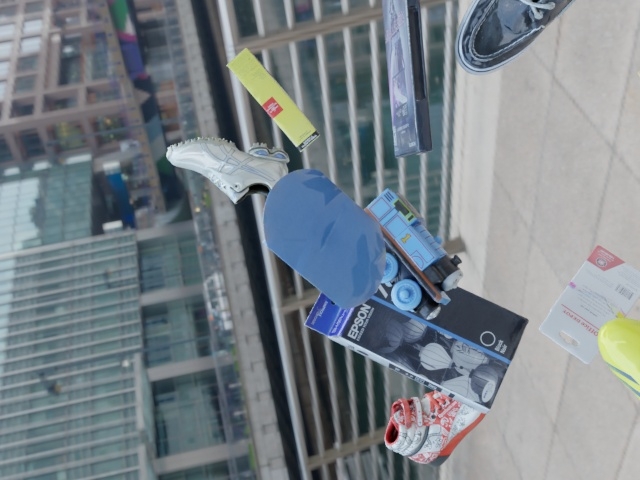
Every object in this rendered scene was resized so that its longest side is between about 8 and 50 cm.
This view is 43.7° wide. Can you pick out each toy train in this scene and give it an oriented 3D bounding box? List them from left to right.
[{"bbox_3d":[0.118,0.019,1.105,0.184,0.105,0.080,51,-168,20],"label":"toy train"}]

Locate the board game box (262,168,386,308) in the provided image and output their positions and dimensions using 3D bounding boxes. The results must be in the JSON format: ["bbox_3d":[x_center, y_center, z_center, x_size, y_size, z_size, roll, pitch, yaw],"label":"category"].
[{"bbox_3d":[0.000,0.000,0.913,0.033,0.168,0.133,-31,24,48],"label":"board game box"}]

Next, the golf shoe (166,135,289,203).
[{"bbox_3d":[-0.133,-0.097,1.140,0.069,0.176,0.086,120,154,-73],"label":"golf shoe"}]

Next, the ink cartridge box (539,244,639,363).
[{"bbox_3d":[0.502,0.124,1.481,0.115,0.198,0.067,37,173,17],"label":"ink cartridge box"}]

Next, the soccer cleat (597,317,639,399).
[{"bbox_3d":[0.474,0.217,1.027,0.289,0.093,0.121,50,-161,7],"label":"soccer cleat"}]

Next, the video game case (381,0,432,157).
[{"bbox_3d":[0.127,-0.265,1.201,0.196,0.026,0.274,-141,45,-85],"label":"video game case"}]

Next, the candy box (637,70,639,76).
[{"bbox_3d":[0.448,-0.138,0.874,0.053,0.109,0.187,19,-137,-57],"label":"candy box"}]

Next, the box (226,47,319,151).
[{"bbox_3d":[-0.096,-0.292,1.663,0.232,0.058,0.087,50,-174,-11],"label":"box"}]

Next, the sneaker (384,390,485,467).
[{"bbox_3d":[0.238,0.338,1.616,0.270,0.145,0.090,-59,21,20],"label":"sneaker"}]

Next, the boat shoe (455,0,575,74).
[{"bbox_3d":[0.299,-0.343,1.077,0.108,0.301,0.102,47,-161,-4],"label":"boat shoe"}]

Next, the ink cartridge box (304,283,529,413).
[{"bbox_3d":[0.152,0.134,1.302,0.165,0.332,0.065,-64,-12,-14],"label":"ink cartridge box"}]
